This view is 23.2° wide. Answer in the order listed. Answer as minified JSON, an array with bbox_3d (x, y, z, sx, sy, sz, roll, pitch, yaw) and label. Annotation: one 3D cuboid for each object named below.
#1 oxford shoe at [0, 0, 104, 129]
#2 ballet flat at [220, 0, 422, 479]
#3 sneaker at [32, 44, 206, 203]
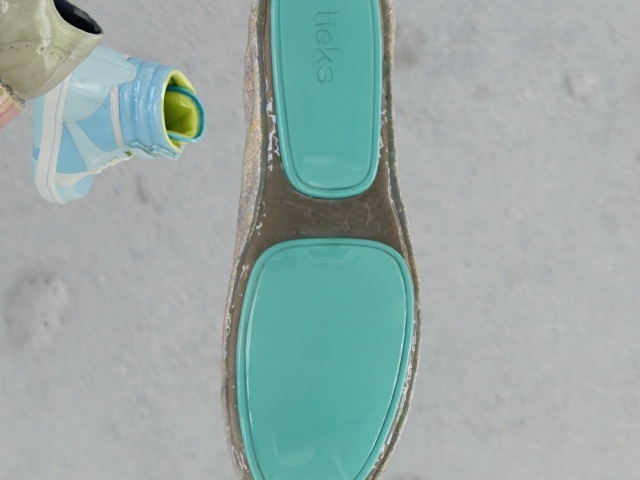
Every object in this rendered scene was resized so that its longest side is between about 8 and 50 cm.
[{"bbox_3d":[-0.267,-0.223,1.081,0.130,0.123,0.348,-33,146,-1],"label":"oxford shoe"},{"bbox_3d":[0.000,0.000,0.853,0.107,0.106,0.316,7,78,-7],"label":"ballet flat"},{"bbox_3d":[-0.254,-0.126,1.985,0.208,0.127,0.319,13,152,-1],"label":"sneaker"}]
